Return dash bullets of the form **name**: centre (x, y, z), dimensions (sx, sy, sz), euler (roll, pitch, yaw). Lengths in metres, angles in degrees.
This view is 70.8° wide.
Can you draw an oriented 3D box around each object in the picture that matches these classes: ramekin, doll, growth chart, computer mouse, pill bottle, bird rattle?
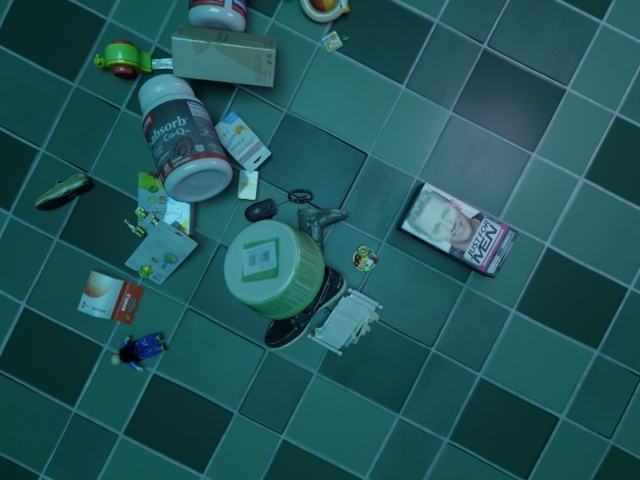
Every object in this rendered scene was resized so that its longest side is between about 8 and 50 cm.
- **ramekin**: centre (-0.153, 0.082, 1.399), dimensions (0.303, 0.148, 0.303), euler (-10, 66, 22)
- **doll**: centre (-0.620, 0.380, 1.525), dimensions (0.189, 0.046, 0.129), euler (-19, 90, 0)
- **growth chart**: centre (0.090, 0.276, 1.507), dimensions (0.172, 0.021, 0.237), euler (39, 91, -22)
- **computer mouse**: centre (-0.141, -0.120, 1.517), dimensions (0.242, 0.041, 0.071), euler (-21, 90, 0)
- **pill bottle**: centre (-0.429, -0.318, 1.401), dimensions (0.210, 0.210, 0.363), euler (-26, 72, 1)
- **pill bottle**: centre (-0.321, -0.834, 1.439), dimensions (0.181, 0.181, 0.323), euler (4, 90, 0)
- **bird rattle**: centre (-0.003, -0.823, 1.469), dimensions (0.253, 0.143, 0.207), euler (-14, 107, 4)

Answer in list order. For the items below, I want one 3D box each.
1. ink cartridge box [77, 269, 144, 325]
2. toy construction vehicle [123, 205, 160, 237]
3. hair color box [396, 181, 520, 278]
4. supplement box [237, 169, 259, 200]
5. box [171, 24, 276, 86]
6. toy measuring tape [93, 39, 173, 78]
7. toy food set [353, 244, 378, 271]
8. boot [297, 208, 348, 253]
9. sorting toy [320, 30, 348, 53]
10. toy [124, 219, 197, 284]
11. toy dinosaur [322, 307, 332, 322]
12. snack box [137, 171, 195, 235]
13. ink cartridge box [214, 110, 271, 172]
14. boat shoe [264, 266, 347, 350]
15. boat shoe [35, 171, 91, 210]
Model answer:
- **ink cartridge box**: centre (-0.710, 0.198, 1.525), dimensions (0.179, 0.045, 0.145), euler (21, 91, 3)
- **toy construction vehicle**: centre (-0.574, -0.057, 1.455), dimensions (0.098, 0.035, 0.086), euler (43, 93, -1)
- **hair color box**: centre (0.447, -0.032, 1.482), dimensions (0.347, 0.105, 0.174), euler (28, 90, 1)
- **supplement box**: centre (-0.242, -0.186, 1.518), dimensions (0.062, 0.036, 0.098), euler (7, 91, 1)
- **box**: centre (-0.299, -0.582, 1.422), dimensions (0.311, 0.148, 0.121), euler (3, 129, -9)
- **toy measuring tape**: centre (-0.585, -0.597, 1.478), dimensions (0.330, 0.121, 0.121), euler (-2, 91, 0)
- **toy food set**: centre (0.152, 0.063, 1.527), dimensions (0.082, 0.020, 0.083), euler (30, 91, 0)
- **boot**: centre (0.002, 0.000, 1.501), dimensions (0.189, 0.076, 0.209), euler (-1, 84, 15)
- **sorting toy**: centre (0.050, -0.679, 1.521), dimensions (0.083, 0.012, 0.062), euler (-30, 90, 1)
- **toy**: centre (-0.521, 0.033, 1.483), dimensions (0.137, 0.056, 0.237), euler (37, 115, -22)
- **toy dinosaur**: centre (0.026, 0.241, 1.523), dimensions (0.082, 0.047, 0.090), euler (18, 80, -18)
- **snack box**: centre (-0.512, -0.121, 1.505), dimensions (0.174, 0.070, 0.207), euler (1, 93, 0)
- **ink cartridge box**: centre (-0.262, -0.324, 1.486), dimensions (0.104, 0.061, 0.181), euler (-43, 78, 1)
- **boat shoe**: centre (-0.066, 0.213, 1.461), dimensions (0.340, 0.113, 0.127), euler (-39, 48, -1)
- **boat shoe**: centre (-0.871, -0.169, 1.516), dimensions (0.190, 0.068, 0.072), euler (-28, 78, -9)
